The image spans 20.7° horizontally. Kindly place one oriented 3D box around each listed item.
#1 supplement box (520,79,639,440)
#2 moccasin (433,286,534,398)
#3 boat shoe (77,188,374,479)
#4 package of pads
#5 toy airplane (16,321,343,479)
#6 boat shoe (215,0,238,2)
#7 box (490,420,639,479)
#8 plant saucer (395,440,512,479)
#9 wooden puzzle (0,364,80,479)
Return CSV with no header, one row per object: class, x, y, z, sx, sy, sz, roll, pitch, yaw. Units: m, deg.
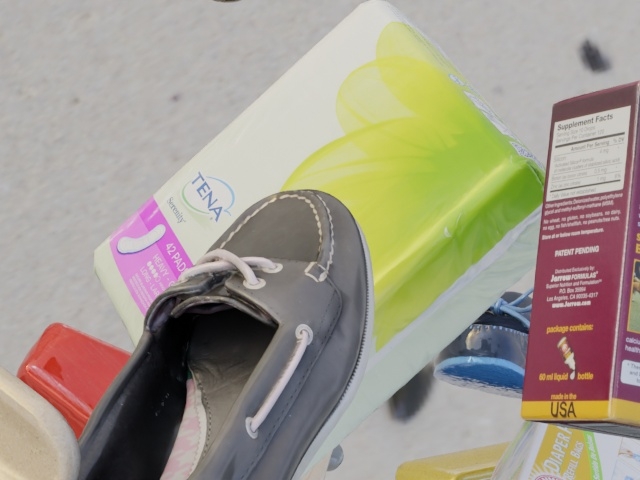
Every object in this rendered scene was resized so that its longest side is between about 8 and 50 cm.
supplement box,0.185,0.016,0.992,0.104,0.081,0.188,13,78,-31
moccasin,0.196,0.110,1.961,0.342,0.137,0.117,36,61,-76
boat shoe,-0.057,0.081,0.888,0.095,0.112,0.335,56,41,-38
package of pads,0.000,0.000,1.198,0.101,0.296,0.229,40,11,-45
toy airplane,-0.086,0.259,1.523,0.386,0.272,0.384,2,66,-47
boat shoe,-0.056,-0.236,1.306,0.050,0.135,0.045,2,54,-30
box,0.181,0.206,1.319,0.103,0.114,0.203,31,29,3
plant saucer,0.288,0.378,2.090,0.333,0.081,0.333,-10,64,-10
wooden puzzle,-0.323,0.155,0.856,0.348,0.322,0.080,-53,156,-10
